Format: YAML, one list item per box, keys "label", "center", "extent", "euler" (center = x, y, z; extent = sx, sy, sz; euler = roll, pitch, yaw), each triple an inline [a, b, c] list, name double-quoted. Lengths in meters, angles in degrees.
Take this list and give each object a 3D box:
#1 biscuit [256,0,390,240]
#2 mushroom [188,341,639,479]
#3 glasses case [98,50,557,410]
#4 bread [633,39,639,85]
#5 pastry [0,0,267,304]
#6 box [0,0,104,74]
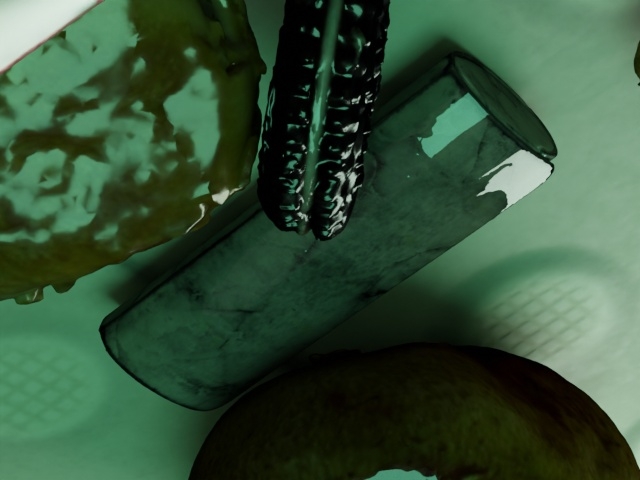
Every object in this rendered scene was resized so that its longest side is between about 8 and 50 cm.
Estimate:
- label: "biscuit"
  center: [0.006, -0.093, 0.823]
  extent: [0.053, 0.195, 0.195]
  euler: [9, 135, 2]
- label: "mushroom"
  center: [0.068, 0.211, 1.095]
  extent: [0.345, 0.260, 0.345]
  euler: [-10, 145, -7]
- label: "glasses case"
  center: [0.000, 0.000, 1.007]
  extent: [0.299, 0.060, 0.114]
  euler: [-37, 133, 23]
- label: "bread"
  center: [0.309, -0.120, 0.935]
  extent: [0.235, 0.099, 0.210]
  euler: [-36, 134, 16]
- label: "pastry"
  center: [-0.187, -0.081, 0.805]
  extent: [0.310, 0.162, 0.255]
  euler: [-12, 127, -8]
- label: "box"
  center: [-0.292, -0.167, 0.504]
  extent: [0.312, 0.314, 0.300]
  euler: [-42, 148, -28]
